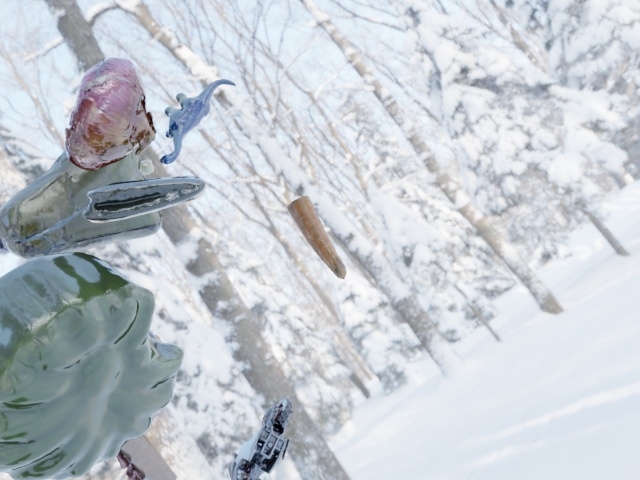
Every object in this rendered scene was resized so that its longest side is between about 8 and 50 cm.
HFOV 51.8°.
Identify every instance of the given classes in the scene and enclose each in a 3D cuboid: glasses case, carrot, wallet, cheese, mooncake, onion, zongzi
[{"bbox_3d":[-0.372,0.419,1.302,0.070,0.102,0.193,-41,-46,-24],"label":"glasses case"},{"bbox_3d":[0.000,0.000,1.487,0.061,0.209,0.061,-30,-12,-7],"label":"carrot"},{"bbox_3d":[-0.256,-0.063,0.987,0.169,0.052,0.245,-12,3,-11],"label":"wallet"},{"bbox_3d":[-0.569,-0.193,1.855,0.194,0.043,0.065,-11,5,-12],"label":"cheese"},{"bbox_3d":[-0.384,0.199,1.007,0.351,0.187,0.351,-33,-38,-31],"label":"mooncake"},{"bbox_3d":[-0.398,-0.239,1.287,0.230,0.163,0.230,-163,90,-84],"label":"onion"},{"bbox_3d":[-0.563,-0.161,1.471,0.356,0.393,0.174,-19,19,-38],"label":"zongzi"}]

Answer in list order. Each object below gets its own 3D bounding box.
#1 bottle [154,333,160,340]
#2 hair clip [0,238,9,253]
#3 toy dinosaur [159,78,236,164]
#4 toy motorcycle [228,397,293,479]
[{"bbox_3d":[-0.434,0.329,1.661,0.069,0.187,0.069,-8,-36,-6],"label":"bottle"},{"bbox_3d":[-0.868,-0.029,1.737,0.052,0.195,0.124,-43,27,1],"label":"hair clip"},{"bbox_3d":[-0.266,-0.265,1.421,0.248,0.188,0.075,-39,-54,-9],"label":"toy dinosaur"},{"bbox_3d":[-0.121,0.430,1.367,0.122,0.080,0.215,-35,22,53],"label":"toy motorcycle"}]
